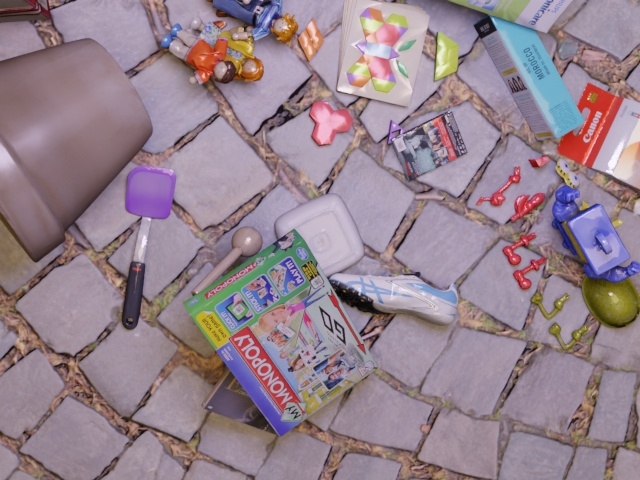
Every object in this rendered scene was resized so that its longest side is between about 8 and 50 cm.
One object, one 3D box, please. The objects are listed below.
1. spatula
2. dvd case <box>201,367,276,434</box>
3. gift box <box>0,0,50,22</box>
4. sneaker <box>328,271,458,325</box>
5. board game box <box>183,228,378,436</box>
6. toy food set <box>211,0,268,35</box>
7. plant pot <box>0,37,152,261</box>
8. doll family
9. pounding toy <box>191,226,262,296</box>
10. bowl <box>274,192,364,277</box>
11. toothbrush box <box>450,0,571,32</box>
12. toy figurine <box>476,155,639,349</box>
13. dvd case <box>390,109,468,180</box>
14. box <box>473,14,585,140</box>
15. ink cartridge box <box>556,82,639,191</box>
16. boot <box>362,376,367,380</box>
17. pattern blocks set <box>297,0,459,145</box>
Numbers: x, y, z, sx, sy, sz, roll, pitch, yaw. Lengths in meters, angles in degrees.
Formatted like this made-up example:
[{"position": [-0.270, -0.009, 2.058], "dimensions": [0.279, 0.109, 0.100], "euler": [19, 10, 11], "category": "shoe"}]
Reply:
[{"position": [-0.318, 0.015, 1.507], "dimensions": [0.084, 0.030, 0.296], "euler": [10, 95, -4], "category": "spatula"}, {"position": [-0.079, 0.228, 1.479], "dimensions": [0.165, 0.018, 0.221], "euler": [29, 101, -33], "category": "dvd case"}, {"position": [-0.585, -0.443, 1.336], "dimensions": [0.258, 0.255, 0.276], "euler": [-5, 92, -6], "category": "gift box"}, {"position": [0.130, 0.091, 1.530], "dimensions": [0.237, 0.085, 0.086], "euler": [13, 68, -3], "category": "sneaker"}, {"position": [-0.056, 0.161, 1.415], "dimensions": [0.214, 0.046, 0.317], "euler": [-35, 125, -7], "category": "board game box"}, {"position": [-0.147, -0.390, 1.491], "dimensions": [0.122, 0.019, 0.078], "euler": [-35, 96, 7], "category": "toy food set"}, {"position": [-0.436, -0.171, 1.368], "dimensions": [0.280, 0.323, 0.323], "euler": [-36, 97, -18], "category": "plant pot"}, {"position": [-0.129, -0.363, 1.436], "dimensions": [0.163, 0.118, 0.263], "euler": [34, 95, 14], "category": "doll family"}, {"position": [-0.155, 0.097, 1.481], "dimensions": [0.183, 0.110, 0.236], "euler": [-47, 137, -28], "category": "pounding toy"}, {"position": [0.000, 0.000, 1.519], "dimensions": [0.142, 0.053, 0.142], "euler": [-25, 98, -1], "category": "bowl"}, {"position": [0.278, -0.493, 1.388], "dimensions": [0.283, 0.122, 0.206], "euler": [16, 71, -4], "category": "toothbrush box"}, {"position": [0.448, 0.031, 1.473], "dimensions": [0.191, 0.217, 0.362], "euler": [-29, 96, -1], "category": "toy figurine"}, {"position": [0.195, -0.170, 1.527], "dimensions": [0.119, 0.013, 0.087], "euler": [-27, 111, -3], "category": "dvd case"}, {"position": [0.364, -0.295, 1.496], "dimensions": [0.060, 0.100, 0.244], "euler": [-31, 97, -3], "category": "box"}, {"position": [0.541, -0.189, 1.548], "dimensions": [0.179, 0.045, 0.145], "euler": [24, 92, -9], "category": "ink cartridge box"}, {"position": [0.028, 0.215, 1.546], "dimensions": [0.121, 0.045, 0.099], "euler": [-20, 102, -1], "category": "boot"}, {"position": [0.104, -0.334, 1.510], "dimensions": [0.286, 0.026, 0.324], "euler": [-3, 95, -4], "category": "pattern blocks set"}]
